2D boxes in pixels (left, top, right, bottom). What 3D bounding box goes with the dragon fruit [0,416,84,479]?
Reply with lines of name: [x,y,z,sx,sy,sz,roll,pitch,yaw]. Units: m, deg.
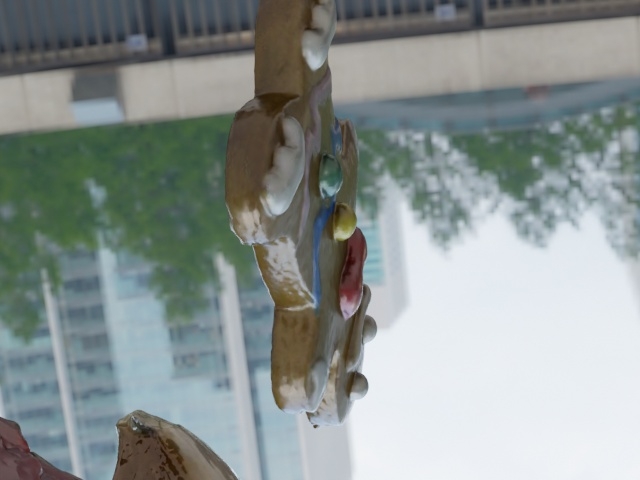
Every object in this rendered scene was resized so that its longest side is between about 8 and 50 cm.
dragon fruit: [-0.185,0.241,0.736,0.277,0.277,0.342,-2,-146,16]

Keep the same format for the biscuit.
biscuit: [0.001,0.000,0.608,0.031,0.205,0.138,1,-131,9]

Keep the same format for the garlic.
garlic: [-0.111,0.209,0.914,0.128,0.198,0.090,31,-171,22]
